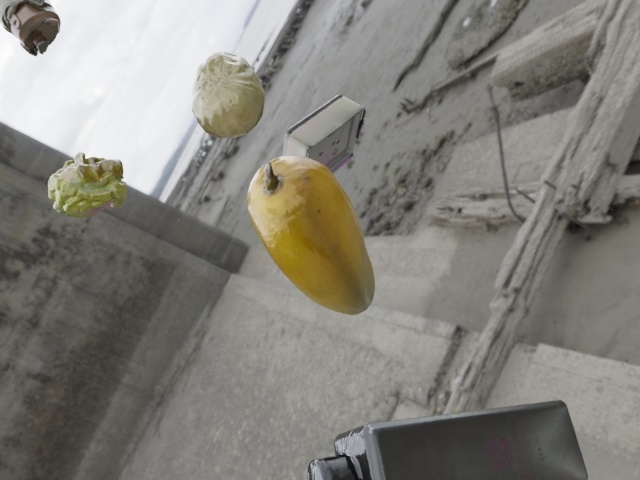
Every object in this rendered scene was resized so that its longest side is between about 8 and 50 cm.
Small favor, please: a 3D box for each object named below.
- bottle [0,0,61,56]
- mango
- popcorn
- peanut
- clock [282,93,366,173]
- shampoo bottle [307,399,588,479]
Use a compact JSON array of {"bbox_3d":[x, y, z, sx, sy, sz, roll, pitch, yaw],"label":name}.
[{"bbox_3d":[-0.466,-0.367,0.948,0.099,0.152,0.099,-37,-11,-8],"label":"bottle"},{"bbox_3d":[0.000,0.000,0.811,0.119,0.317,0.177,-25,43,9],"label":"mango"},{"bbox_3d":[-0.453,-0.105,1.180,0.126,0.145,0.126,-109,21,-69],"label":"popcorn"},{"bbox_3d":[-0.147,-0.236,0.958,0.111,0.125,0.274,-19,20,-1],"label":"peanut"},{"bbox_3d":[0.004,-0.200,1.269,0.192,0.071,0.147,-42,-22,-34],"label":"clock"},{"bbox_3d":[0.108,0.193,0.524,0.079,0.245,0.080,129,136,-57],"label":"shampoo bottle"}]
